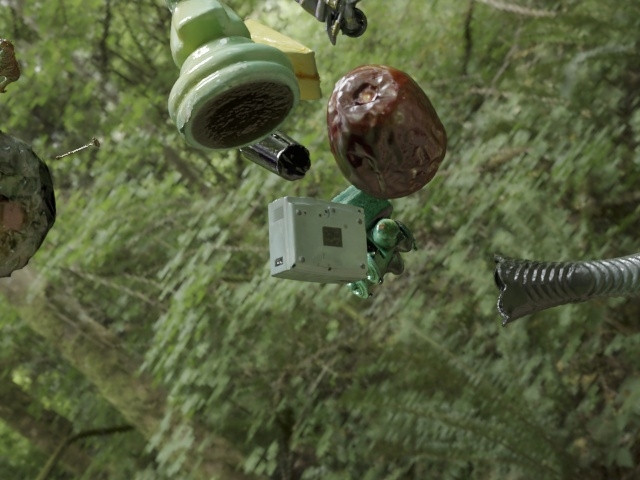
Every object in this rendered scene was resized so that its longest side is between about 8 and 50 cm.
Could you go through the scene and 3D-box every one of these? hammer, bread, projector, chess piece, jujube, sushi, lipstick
[{"bbox_3d":[-0.620,-0.230,2.418,0.122,0.029,0.014,-21,24,9],"label":"hammer"},{"bbox_3d":[-0.144,-0.425,2.381,0.163,0.264,0.168,-37,-42,-24],"label":"bread"},{"bbox_3d":[0.000,0.000,1.385,0.061,0.147,0.115,-22,66,50],"label":"projector"},{"bbox_3d":[-0.153,-0.278,1.252,0.175,0.298,0.176,-21,-25,-10],"label":"chess piece"},{"bbox_3d":[0.103,-0.162,1.492,0.183,0.183,0.243,-57,-26,-10],"label":"jujube"},{"bbox_3d":[-0.752,-0.087,1.957,0.328,0.328,0.285,-18,18,-39],"label":"sushi"},{"bbox_3d":[-0.136,-0.196,1.764,0.077,0.077,0.418,-56,33,1],"label":"lipstick"}]

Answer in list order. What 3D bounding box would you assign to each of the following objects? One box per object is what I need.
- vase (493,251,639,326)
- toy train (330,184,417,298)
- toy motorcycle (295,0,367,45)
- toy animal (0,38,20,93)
[{"bbox_3d":[0.388,0.062,1.441,0.115,0.237,0.116,-7,-90,-84],"label":"vase"},{"bbox_3d":[0.098,0.004,2.302,0.167,0.238,0.299,-38,-12,-25],"label":"toy train"},{"bbox_3d":[0.011,-0.547,2.112,0.152,0.225,0.073,-17,6,26],"label":"toy motorcycle"},{"bbox_3d":[-0.831,-0.448,2.475,0.099,0.057,0.241,-23,-15,-13],"label":"toy animal"}]
